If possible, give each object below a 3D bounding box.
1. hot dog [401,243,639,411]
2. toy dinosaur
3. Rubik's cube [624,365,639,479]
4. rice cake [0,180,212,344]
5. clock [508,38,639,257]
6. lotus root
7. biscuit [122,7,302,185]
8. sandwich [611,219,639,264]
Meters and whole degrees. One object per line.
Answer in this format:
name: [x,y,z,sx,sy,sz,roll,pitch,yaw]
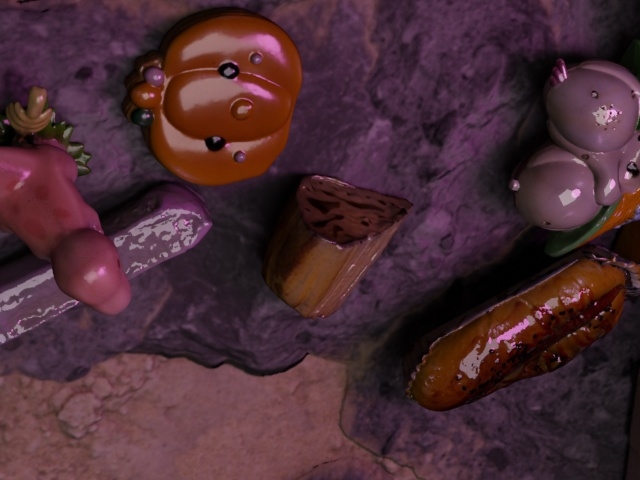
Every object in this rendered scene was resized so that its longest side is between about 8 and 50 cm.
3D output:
hot dog: [0.205,0.095,1.875,0.270,0.082,0.162,-30,159,-1]
toy dinosaur: [-0.257,-0.022,1.624,0.152,0.177,0.194,-33,119,-3]
Rubik's cube: [0.530,0.225,1.943,0.322,0.319,0.316,-3,117,-17]
rice cake: [-0.283,0.051,1.714,0.399,0.070,0.064,-27,117,-6]
clock: [0.263,-0.090,1.820,0.144,0.103,0.231,10,109,-22]
lotus root: [0.000,0.004,1.786,0.135,0.095,0.159,-57,159,18]
biscuit: [-0.097,-0.128,1.703,0.170,0.050,0.170,-8,116,-16]
sandwich: [0.376,-0.020,1.859,0.058,0.162,0.193,14,111,-28]
